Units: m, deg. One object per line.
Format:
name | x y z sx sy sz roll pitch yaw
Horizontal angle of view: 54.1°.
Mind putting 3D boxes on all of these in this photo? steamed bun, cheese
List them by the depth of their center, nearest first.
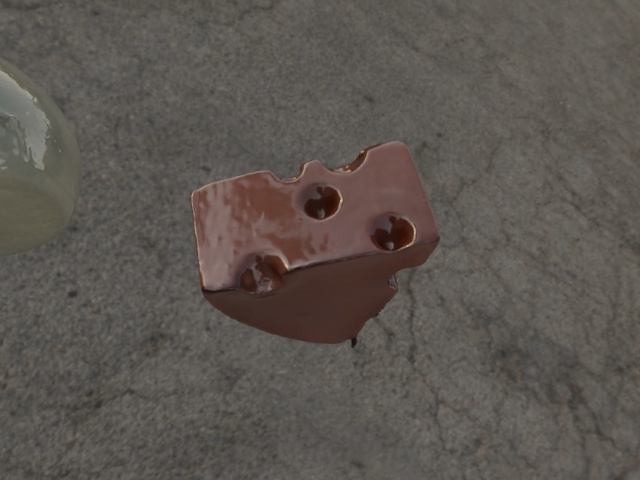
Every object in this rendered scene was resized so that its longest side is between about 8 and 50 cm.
cheese | -0.026 0.008 0.569 0.176 0.203 0.128 3 55 -25
steamed bun | -0.388 -0.096 0.623 0.282 0.283 0.177 3 65 -34
